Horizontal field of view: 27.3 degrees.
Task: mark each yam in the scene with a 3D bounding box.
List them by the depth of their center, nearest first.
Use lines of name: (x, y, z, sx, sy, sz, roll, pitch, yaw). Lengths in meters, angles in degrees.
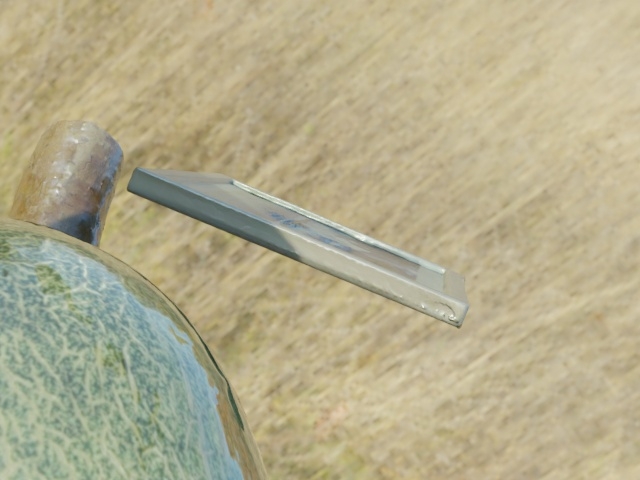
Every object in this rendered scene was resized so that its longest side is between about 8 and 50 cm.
yam: (-0.205, -0.023, 1.047, 0.084, 0.084, 0.127, 37, 52, -33)

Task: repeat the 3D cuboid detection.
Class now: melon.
melon: (-0.130, 0.140, 0.522, 0.248, 0.248, 0.329, 19, 37, -54)

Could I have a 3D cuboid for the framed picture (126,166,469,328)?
framed picture: (0.000, 0.000, 0.969, 0.232, 0.024, 0.315, 23, 3, 4)
